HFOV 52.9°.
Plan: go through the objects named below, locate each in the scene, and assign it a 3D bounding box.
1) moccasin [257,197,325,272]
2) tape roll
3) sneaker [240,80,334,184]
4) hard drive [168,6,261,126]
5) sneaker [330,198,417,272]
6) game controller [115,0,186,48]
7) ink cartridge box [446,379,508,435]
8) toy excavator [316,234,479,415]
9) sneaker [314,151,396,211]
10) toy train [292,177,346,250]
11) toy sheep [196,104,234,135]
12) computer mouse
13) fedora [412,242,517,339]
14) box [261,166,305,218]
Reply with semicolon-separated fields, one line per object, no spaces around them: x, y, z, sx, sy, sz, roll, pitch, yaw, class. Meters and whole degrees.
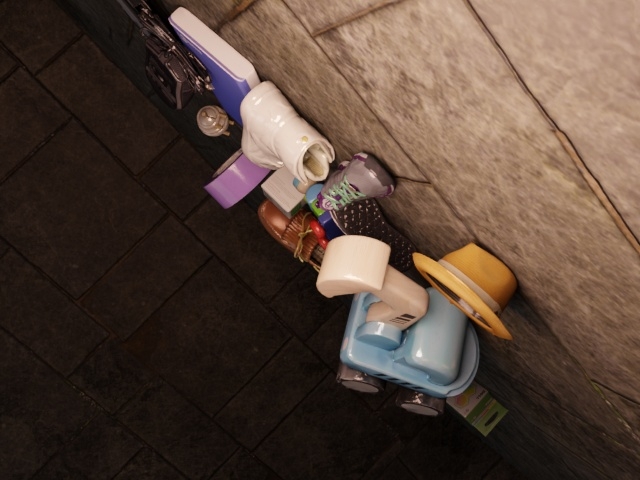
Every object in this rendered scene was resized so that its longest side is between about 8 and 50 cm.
-0.023;0.010;1.878;0.380;0.139;0.147;45;173;-6;moccasin
-0.206;-0.174;1.645;0.080;0.189;0.189;48;173;-16;tape roll
-0.058;-0.157;1.187;0.169;0.108;0.292;47;173;10;sneaker
-0.168;-0.298;1.281;0.210;0.040;0.319;43;174;20;hard drive
0.086;-0.023;1.221;0.235;0.084;0.097;47;174;-20;sneaker
-0.398;-0.519;1.329;0.319;0.067;0.166;50;-174;-37;game controller
0.467;0.499;1.999;0.062;0.109;0.209;48;173;-33;ink cartridge box
0.156;0.151;1.227;0.433;0.222;0.445;21;154;-11;toy excavator
0.049;-0.078;1.036;0.083;0.098;0.223;46;174;-7;sneaker
0.015;-0.058;1.431;0.143;0.105;0.248;54;177;20;toy train
-0.285;-0.319;1.711;0.091;0.091;0.132;43;179;14;toy sheep
-0.289;-0.348;1.299;0.188;0.072;0.272;50;162;-6;computer mouse
0.220;0.059;0.914;0.194;0.079;0.194;40;178;2;fedora
-0.085;-0.125;1.645;0.102;0.087;0.101;44;174;6;box
